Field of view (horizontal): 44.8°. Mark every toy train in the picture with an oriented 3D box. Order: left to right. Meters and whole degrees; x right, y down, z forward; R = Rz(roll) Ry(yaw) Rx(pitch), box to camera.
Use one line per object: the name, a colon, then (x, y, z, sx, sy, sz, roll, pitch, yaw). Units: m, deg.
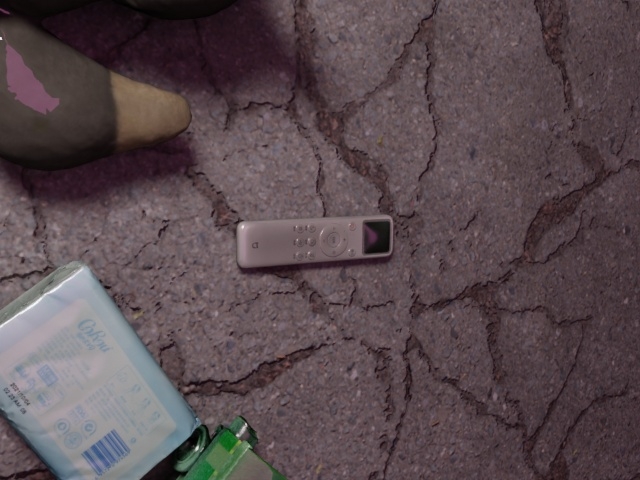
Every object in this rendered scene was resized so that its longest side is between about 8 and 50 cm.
toy train: (-0.164, 0.366, 0.979, 0.120, 0.202, 0.301, 45, 74, -23)

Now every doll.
doll: (-0.216, -0.282, 0.885, 0.382, 0.252, 0.379, 0, 129, -28)

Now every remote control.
remote control: (0.000, 0.000, 1.124, 0.261, 0.029, 0.067, -3, 99, -31)

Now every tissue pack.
tissue pack: (-0.290, 0.178, 0.944, 0.177, 0.089, 0.263, -39, 112, -22)
